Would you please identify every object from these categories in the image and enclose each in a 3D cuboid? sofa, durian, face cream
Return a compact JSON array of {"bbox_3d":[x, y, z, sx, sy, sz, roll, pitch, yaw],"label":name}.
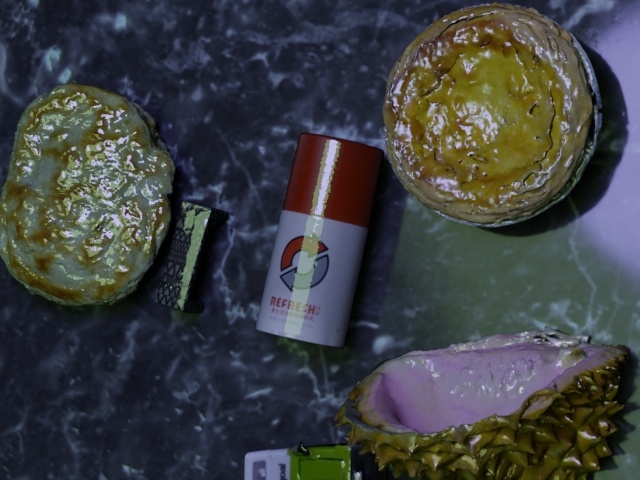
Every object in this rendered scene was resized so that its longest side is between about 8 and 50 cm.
[{"bbox_3d":[-0.140,0.019,2.032,0.039,0.060,0.118,16,90,17],"label":"sofa"},{"bbox_3d":[0.138,0.182,1.834,0.305,0.195,0.185,1,92,21],"label":"durian"},{"bbox_3d":[0.000,0.000,1.956,0.096,0.096,0.214,12,89,23],"label":"face cream"}]

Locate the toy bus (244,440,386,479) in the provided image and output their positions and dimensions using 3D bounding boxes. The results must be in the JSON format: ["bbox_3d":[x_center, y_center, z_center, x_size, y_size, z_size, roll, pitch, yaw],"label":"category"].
[{"bbox_3d":[-0.001,0.356,1.918,0.139,0.113,0.301,-1,85,26],"label":"toy bus"}]

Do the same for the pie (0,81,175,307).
[{"bbox_3d":[-0.253,-0.046,2.072,0.201,0.090,0.248,13,90,13],"label":"pie"}]

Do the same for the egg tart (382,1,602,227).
[{"bbox_3d":[0.176,-0.128,1.898,0.234,0.094,0.234,-1,87,23],"label":"egg tart"}]
